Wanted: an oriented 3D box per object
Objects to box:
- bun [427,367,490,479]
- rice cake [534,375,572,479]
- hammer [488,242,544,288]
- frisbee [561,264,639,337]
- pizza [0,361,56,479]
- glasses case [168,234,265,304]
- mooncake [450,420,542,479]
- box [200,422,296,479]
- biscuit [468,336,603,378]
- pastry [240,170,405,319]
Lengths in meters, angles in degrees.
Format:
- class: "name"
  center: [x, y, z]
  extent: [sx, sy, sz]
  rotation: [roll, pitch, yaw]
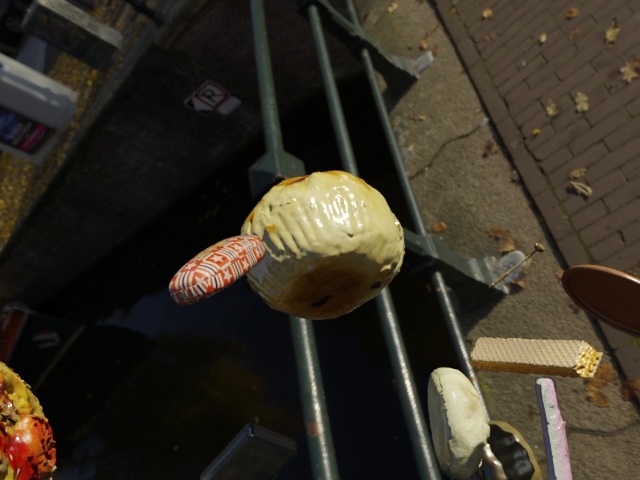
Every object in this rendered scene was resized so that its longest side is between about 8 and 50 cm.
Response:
- class: "bun"
  center: [0.372, 0.480, 1.562]
  extent: [0.146, 0.287, 0.287]
  rotation: [-5, 60, -2]
- class: "rice cake"
  center: [0.475, 0.420, 1.171]
  extent: [0.051, 0.081, 0.290]
  rotation: [-9, 73, 18]
- class: "hammer"
  center: [0.359, 0.049, 1.074]
  extent: [0.123, 0.029, 0.014]
  rotation: [-44, 35, 19]
- class: "frisbee"
  center: [0.611, 0.127, 1.180]
  extent: [0.251, 0.251, 0.021]
  rotation: [22, 70, 49]
- class: "pizza"
  center: [-0.520, 0.399, 0.982]
  extent: [0.440, 0.130, 0.405]
  rotation: [99, 151, -65]
- class: "glasses case"
  center: [-0.130, 0.029, 0.773]
  extent: [0.073, 0.194, 0.049]
  rotation: [-20, 99, 19]
- class: "mooncake"
  center: [0.500, 0.687, 1.711]
  extent: [0.290, 0.161, 0.290]
  rotation: [26, 119, 61]
- class: "box"
  center: [-0.185, 0.569, 1.484]
  extent: [0.230, 0.160, 0.050]
  rotation: [-50, 27, 19]
- class: "biscuit"
  center: [0.565, 0.317, 1.588]
  extent: [0.094, 0.054, 0.379]
  rotation: [-53, 22, -26]
- class: "pastry"
  center: [0.000, 0.000, 1.394]
  extent: [0.388, 0.389, 0.312]
  rotation: [-40, 48, 27]
